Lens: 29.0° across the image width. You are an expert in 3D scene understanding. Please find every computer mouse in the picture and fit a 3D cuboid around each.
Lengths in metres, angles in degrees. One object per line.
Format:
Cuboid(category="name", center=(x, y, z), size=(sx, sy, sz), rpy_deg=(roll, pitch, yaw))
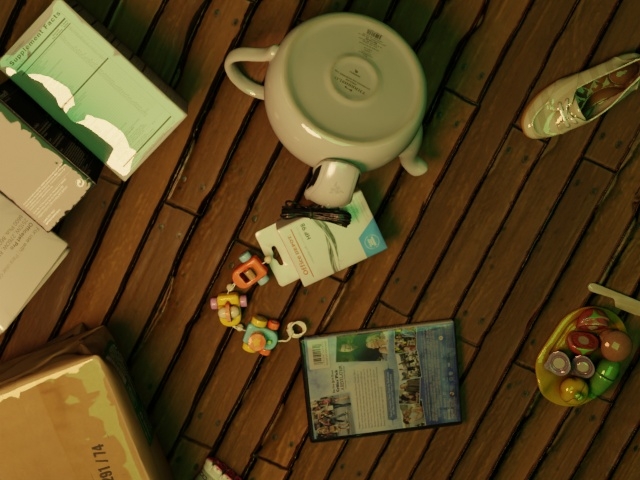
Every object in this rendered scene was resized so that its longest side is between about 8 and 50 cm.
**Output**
Cuboid(category="computer mouse", center=(0.007, -0.062, 1.779), size=(0.106, 0.193, 0.042), rpy_deg=(13, 68, -6))

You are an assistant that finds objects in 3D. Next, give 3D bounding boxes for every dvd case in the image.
Cuboid(category="dvd case", center=(0.098, 0.227, 1.996), size=(0.253, 0.022, 0.180), rpy_deg=(-7, 105, -4))

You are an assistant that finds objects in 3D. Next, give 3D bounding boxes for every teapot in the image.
Cuboid(category="teapot", center=(0.021, -0.199, 1.813), size=(0.253, 0.187, 0.256), rpy_deg=(-19, 78, -20))

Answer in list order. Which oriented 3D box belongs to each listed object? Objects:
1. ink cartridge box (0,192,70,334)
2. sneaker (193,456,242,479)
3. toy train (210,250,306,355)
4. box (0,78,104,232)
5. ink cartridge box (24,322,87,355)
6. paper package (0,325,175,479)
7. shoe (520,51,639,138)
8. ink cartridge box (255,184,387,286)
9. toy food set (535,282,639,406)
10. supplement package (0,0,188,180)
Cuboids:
Cuboid(category="ink cartridge box", center=(-0.581, -0.019, 1.721), size=(0.395, 0.285, 0.166), rpy_deg=(38, 62, -12))
Cuboid(category="sneaker", center=(-0.142, 0.429, 2.001), size=(0.170, 0.063, 0.075), rpy_deg=(44, 95, -8))
Cuboid(category="toy train", center=(-0.100, 0.106, 1.927), size=(0.125, 0.046, 0.166), rpy_deg=(-31, 105, 12))
Cuboid(category="box", center=(-0.405, -0.130, 1.740), size=(0.103, 0.261, 0.184), rpy_deg=(-44, 103, 5))
Cuboid(category="ink cartridge box", center=(-0.394, 0.279, 1.927), size=(0.193, 0.088, 0.234), rpy_deg=(-31, 105, 1))
Cuboid(category="paper package", center=(-0.392, 0.335, 1.808), size=(0.309, 0.168, 0.324), rpy_deg=(-22, 103, -3))
Cuboid(category="shoe", center=(0.407, -0.224, 1.899), size=(0.219, 0.058, 0.076), rpy_deg=(-31, 104, 2))
Cuboid(category="ink cartridge box", center=(0.000, 0.000, 1.912), size=(0.180, 0.060, 0.104), rpy_deg=(-26, 104, 1))
Cuboid(category="toy food set", center=(0.439, 0.180, 1.991), size=(0.128, 0.071, 0.218), rpy_deg=(29, 99, -11))
Cuboid(category="supplement package", center=(-0.325, -0.226, 1.790), size=(0.244, 0.134, 0.139), rpy_deg=(44, 96, -13))
